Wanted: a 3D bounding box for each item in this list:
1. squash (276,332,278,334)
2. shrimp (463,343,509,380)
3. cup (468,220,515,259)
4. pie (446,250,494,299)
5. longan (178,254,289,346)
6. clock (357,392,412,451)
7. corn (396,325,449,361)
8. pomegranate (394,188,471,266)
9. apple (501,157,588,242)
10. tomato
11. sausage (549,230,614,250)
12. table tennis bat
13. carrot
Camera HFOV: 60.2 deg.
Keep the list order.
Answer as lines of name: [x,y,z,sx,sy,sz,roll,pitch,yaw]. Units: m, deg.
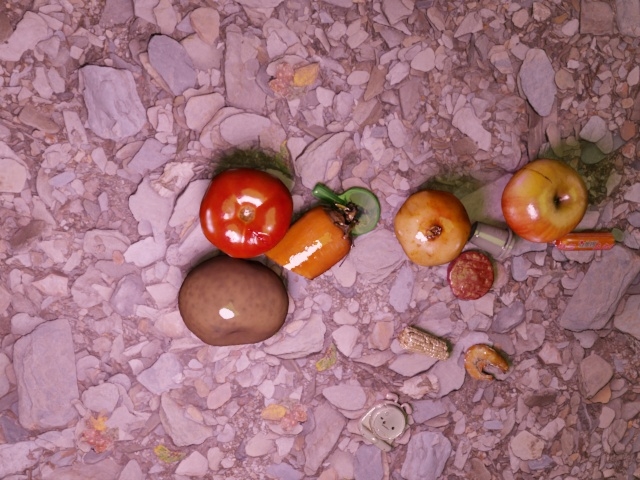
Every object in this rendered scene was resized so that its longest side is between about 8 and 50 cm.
squash: [-0.188,0.308,1.907,0.089,0.027,0.027,25,94,-12]
shrimp: [0.613,0.458,2.047,0.187,0.052,0.133,27,106,-4]
cup: [0.596,-0.007,1.938,0.141,0.120,0.120,23,94,-4]
pie: [0.539,0.126,1.980,0.182,0.049,0.183,-1,97,-9]
longan: [-0.274,0.195,1.757,0.349,0.288,0.289,8,97,-15]
clock: [0.240,0.654,2.006,0.151,0.062,0.191,39,91,-12]
corn: [0.375,0.369,1.974,0.210,0.087,0.087,19,95,-13]
pomegranate: [0.366,-0.040,1.824,0.263,0.264,0.265,-1,99,-8]
apple: [0.755,-0.136,1.880,0.285,0.233,0.287,-1,94,-10]
tomato: [-0.233,-0.094,1.738,0.298,0.226,0.299,0,97,-1]
sausage: [0.943,0.003,2.012,0.233,0.071,0.071,-1,99,-8]
table tennis bat: [0.086,-0.117,1.881,0.256,0.039,0.161,27,94,-14]
carrot: [0.000,0.000,1.790,0.331,0.193,0.214,-42,87,4]
